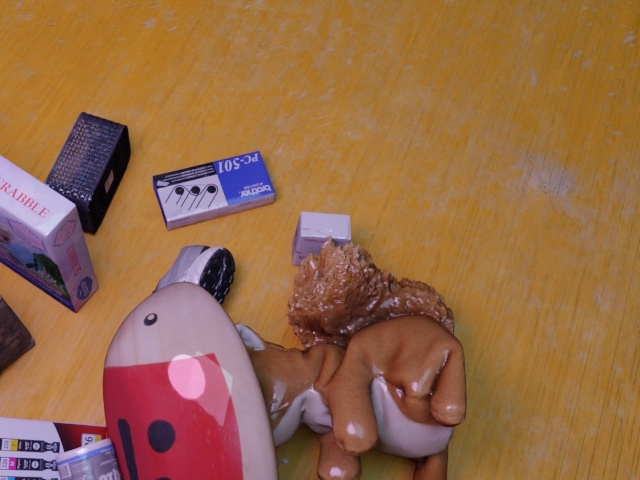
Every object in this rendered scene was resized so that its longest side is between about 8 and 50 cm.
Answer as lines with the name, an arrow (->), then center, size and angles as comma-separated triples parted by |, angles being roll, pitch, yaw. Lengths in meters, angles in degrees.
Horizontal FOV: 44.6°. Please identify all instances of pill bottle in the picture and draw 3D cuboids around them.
pill bottle -> -0.306, 0.348, 1.064 | 0.078, 0.078, 0.137 | -16, 81, -17

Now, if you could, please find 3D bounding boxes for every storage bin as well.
storage bin -> -0.408, -0.119, 1.377 | 0.084, 0.122, 0.180 | 17, 63, -2

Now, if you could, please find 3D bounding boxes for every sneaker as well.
sneaker -> -0.246, 0.126, 1.317 | 0.108, 0.100, 0.272 | 14, 66, 34

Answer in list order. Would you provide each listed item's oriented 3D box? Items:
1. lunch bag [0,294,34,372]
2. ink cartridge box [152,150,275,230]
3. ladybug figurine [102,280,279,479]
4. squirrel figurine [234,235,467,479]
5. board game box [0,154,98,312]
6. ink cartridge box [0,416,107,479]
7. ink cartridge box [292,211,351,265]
lunch bag -> -0.609, 0.090, 1.180 | 0.287, 0.235, 0.169 | 37, 67, 8
ink cartridge box -> -0.197, -0.094, 1.445 | 0.207, 0.046, 0.097 | -16, 70, -17
ladybug figurine -> -0.194, 0.287, 1.102 | 0.161, 0.305, 0.450 | -11, 86, -38
squirrel figurine -> 0.030, 0.200, 1.262 | 0.370, 0.281, 0.397 | 4, 50, 3
board game box -> -0.507, -0.046, 1.217 | 0.318, 0.318, 0.066 | 32, 64, 7
ink cartridge box -> -0.442, 0.405, 1.052 | 0.271, 0.130, 0.310 | 16, 58, -40
ink cartridge box -> 0.000, 0.000, 1.392 | 0.088, 0.122, 0.052 | 4, 64, -8
